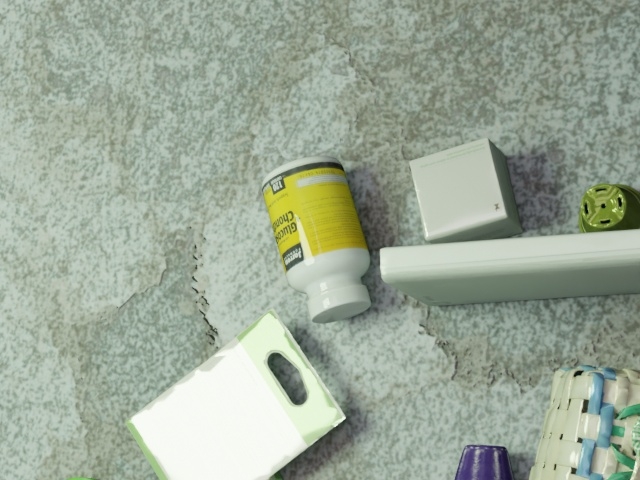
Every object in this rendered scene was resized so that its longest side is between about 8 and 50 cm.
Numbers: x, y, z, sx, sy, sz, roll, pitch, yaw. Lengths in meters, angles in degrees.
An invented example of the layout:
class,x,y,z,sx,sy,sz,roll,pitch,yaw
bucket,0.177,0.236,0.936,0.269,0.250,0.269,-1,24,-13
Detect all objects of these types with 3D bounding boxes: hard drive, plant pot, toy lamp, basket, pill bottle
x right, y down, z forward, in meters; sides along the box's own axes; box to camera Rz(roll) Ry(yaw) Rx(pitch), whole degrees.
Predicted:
class,x,y,z,sx,sy,sz,roll,pitch,yaw
hard drive,0.242,0.031,1.675,0.307,0.203,0.040,-5,78,19
plant pot,0.324,-0.032,1.725,0.083,0.079,0.083,-4,77,19
toy lamp,0.177,0.365,1.701,0.080,0.080,0.275,1,80,20
basket,0.370,0.257,1.600,0.289,0.201,0.255,14,84,-12
pill bottle,0.000,0.000,1.825,0.103,0.103,0.184,-21,72,15

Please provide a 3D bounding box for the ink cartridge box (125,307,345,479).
class,x,y,z,sx,sy,sz,roll,pitch,yaw
ink cartridge box,-0.097,0.219,1.843,0.235,0.056,0.171,-38,69,7

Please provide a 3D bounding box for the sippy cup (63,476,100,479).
class,x,y,z,sx,sy,sz,roll,pitch,yaw
sippy cup,-0.279,0.449,1.784,0.224,0.305,0.240,-34,112,22

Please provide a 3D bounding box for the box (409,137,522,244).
class,x,y,z,sx,sy,sz,roll,pitch,yaw
box,0.169,-0.050,1.782,0.101,0.087,0.102,-16,74,16
